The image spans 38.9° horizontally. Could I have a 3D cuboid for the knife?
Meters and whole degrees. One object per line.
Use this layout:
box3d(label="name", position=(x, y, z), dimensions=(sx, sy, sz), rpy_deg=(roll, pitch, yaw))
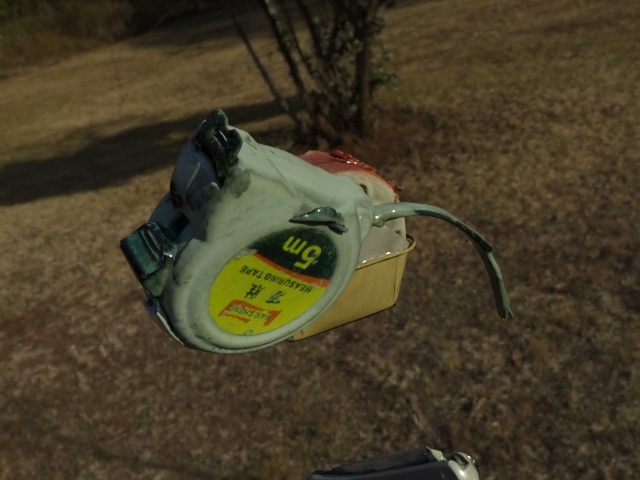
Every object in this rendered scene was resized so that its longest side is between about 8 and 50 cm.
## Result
box3d(label="knife", position=(0.077, 0.291, 1.093), dimensions=(0.266, 0.073, 0.041), rpy_deg=(-23, 11, 43))

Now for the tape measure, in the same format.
box3d(label="tape measure", position=(0.011, 0.021, 0.652), dimensions=(0.164, 0.084, 0.330), rpy_deg=(-45, -39, 20))

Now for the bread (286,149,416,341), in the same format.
box3d(label="bread", position=(0.000, 0.000, 1.106), dimensions=(0.224, 0.211, 0.142), rpy_deg=(-18, 23, -25))
